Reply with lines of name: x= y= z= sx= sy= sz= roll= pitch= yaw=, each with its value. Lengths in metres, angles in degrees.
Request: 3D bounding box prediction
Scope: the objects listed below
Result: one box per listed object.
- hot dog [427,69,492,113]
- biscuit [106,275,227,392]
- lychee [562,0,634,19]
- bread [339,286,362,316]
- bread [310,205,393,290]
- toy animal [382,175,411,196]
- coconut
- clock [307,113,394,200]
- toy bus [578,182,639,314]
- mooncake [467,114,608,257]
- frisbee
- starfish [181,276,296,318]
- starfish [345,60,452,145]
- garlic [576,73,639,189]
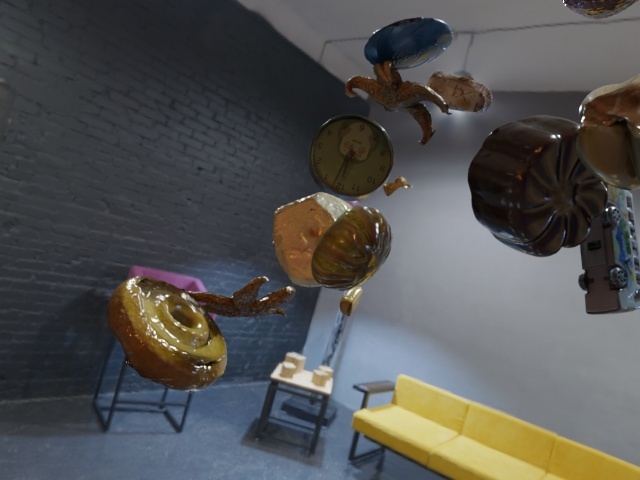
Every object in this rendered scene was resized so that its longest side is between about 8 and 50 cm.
hot dog: x=0.388 y=-0.412 z=1.386 sx=0.192 sy=0.099 sz=0.053 roll=25 pitch=41 yaw=24
biscuit: x=-0.322 y=0.194 z=1.083 sx=0.296 sy=0.102 sz=0.296 roll=45 pitch=8 yaw=-8
lychee: x=0.707 y=-0.688 z=1.222 sx=0.255 sy=0.255 sz=0.300 roll=14 pitch=-29 yaw=26
bread: x=0.103 y=0.211 z=1.751 sx=0.056 sy=0.082 sz=0.115 roll=23 pitch=42 yaw=16
bread: x=0.072 y=0.025 z=1.022 sx=0.105 sy=0.213 sz=0.213 roll=41 pitch=9 yaw=22
toy animal: x=0.256 y=-0.181 z=1.665 sx=0.083 sy=0.060 sz=0.081 roll=-24 pitch=-30 yaw=0
coconut: x=0.000 y=0.000 z=1.549 sx=0.297 sy=0.297 sz=0.254 roll=15 pitch=3 yaw=12
clock: x=0.113 y=-0.305 z=1.819 sx=0.319 sy=0.318 sz=0.066 roll=15 pitch=-6 yaw=-1
toy bus: x=0.729 y=0.025 z=1.250 sx=0.136 sy=0.329 sz=0.109 roll=10 pitch=-16 yaw=-25
mooncake: x=0.480 y=-0.116 z=1.078 sx=0.306 sy=0.306 sz=0.154 roll=16 pitch=12 yaw=-27
frisbee: x=0.240 y=-0.522 z=1.353 sx=0.242 sy=0.045 sz=0.242 roll=-4 pitch=-9 yaw=-1
starfish: x=-0.205 y=0.161 z=1.261 sx=0.303 sy=0.060 sz=0.299 roll=-3 pitch=-22 yaw=4
starfish: x=0.230 y=-0.405 z=1.456 sx=0.303 sy=0.113 sz=0.312 roll=35 pitch=-4 yaw=-15
garlic: x=0.502 y=-0.144 z=0.708 sx=0.203 sy=0.185 sz=0.281 roll=49 pitch=-2 yaw=-26
